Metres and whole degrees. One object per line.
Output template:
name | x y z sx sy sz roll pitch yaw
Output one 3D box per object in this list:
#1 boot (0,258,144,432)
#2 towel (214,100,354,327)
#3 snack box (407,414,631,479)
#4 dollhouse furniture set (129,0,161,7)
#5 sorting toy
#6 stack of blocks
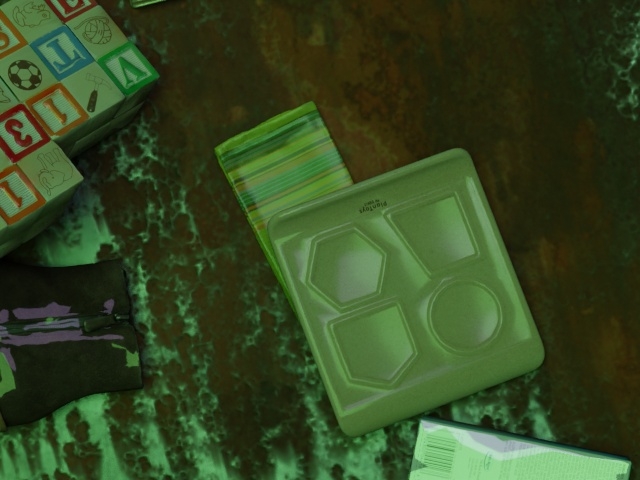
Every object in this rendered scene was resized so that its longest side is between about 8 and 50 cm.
boot | -0.281 0.044 1.733 0.206 0.090 0.248 -15 81 -9
towel | 0.000 0.000 1.718 0.102 0.021 0.237 -27 85 5
snack box | 0.147 0.327 1.665 0.187 0.060 0.322 11 88 7
dollhouse furniture set | -0.115 -0.261 1.725 0.151 0.058 0.076 -13 85 5
sorting toy | 0.074 0.045 1.691 0.193 0.038 0.208 -20 90 -5
stack of blocks | -0.280 -0.088 1.638 0.297 0.087 0.171 -36 83 -35
